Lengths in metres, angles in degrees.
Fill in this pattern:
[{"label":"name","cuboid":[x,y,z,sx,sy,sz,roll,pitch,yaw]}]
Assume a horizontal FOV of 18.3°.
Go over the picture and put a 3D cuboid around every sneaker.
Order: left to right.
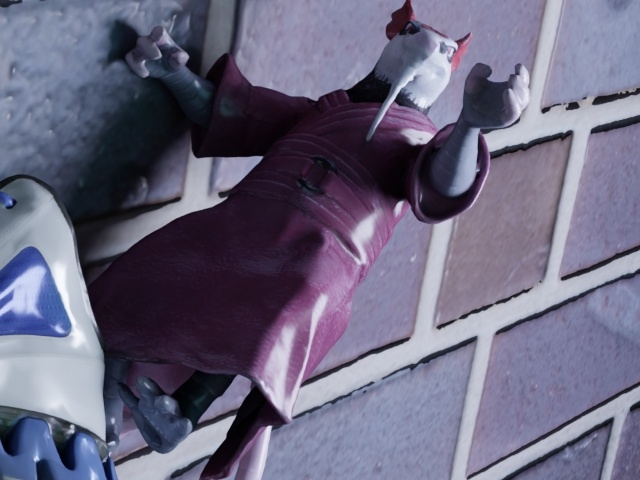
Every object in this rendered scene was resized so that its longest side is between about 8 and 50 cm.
[{"label":"sneaker","cuboid":[-0.224,0.038,1.034,0.315,0.127,0.182,33,46,-41]}]

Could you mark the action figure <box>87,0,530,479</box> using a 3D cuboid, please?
[{"label":"action figure","cuboid":[0.000,0.000,1.252,0.370,0.248,0.276,-50,146,-27]}]
